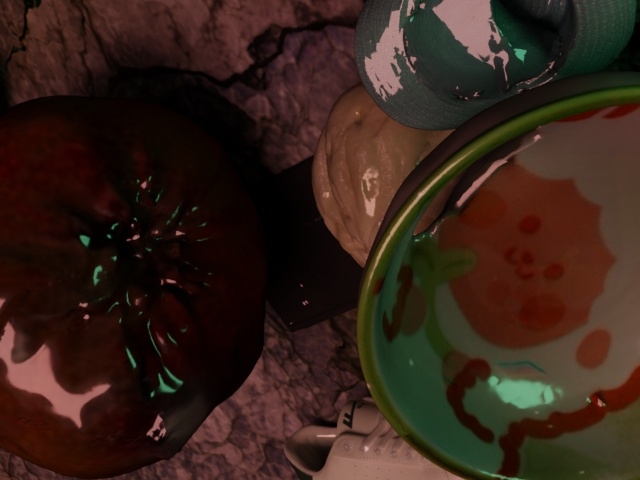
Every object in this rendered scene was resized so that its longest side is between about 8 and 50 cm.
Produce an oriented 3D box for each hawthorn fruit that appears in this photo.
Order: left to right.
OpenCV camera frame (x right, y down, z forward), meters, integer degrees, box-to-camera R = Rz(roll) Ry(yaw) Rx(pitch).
[{"bbox_3d":[-0.197,0.042,1.174,0.325,0.308,0.308,-32,103,39],"label":"hawthorn fruit"}]

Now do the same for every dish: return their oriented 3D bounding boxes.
[{"bbox_3d":[0.176,0.014,0.988,0.324,0.124,0.324,-4,124,-6],"label":"dish"}]

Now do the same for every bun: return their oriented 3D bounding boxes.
[{"bbox_3d":[0.065,-0.030,1.068,0.183,0.102,0.183,14,124,21],"label":"bun"}]

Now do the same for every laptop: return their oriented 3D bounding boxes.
[{"bbox_3d":[0.000,0.000,1.208,0.197,0.016,0.135,-26,106,43],"label":"laptop"}]

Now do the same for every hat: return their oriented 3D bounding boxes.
[{"bbox_3d":[0.116,-0.154,0.972,0.191,0.078,0.138,-25,112,23],"label":"hat"}]

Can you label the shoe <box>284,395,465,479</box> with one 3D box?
[{"bbox_3d":[0.065,0.182,1.257,0.110,0.095,0.265,48,138,-8],"label":"shoe"}]
